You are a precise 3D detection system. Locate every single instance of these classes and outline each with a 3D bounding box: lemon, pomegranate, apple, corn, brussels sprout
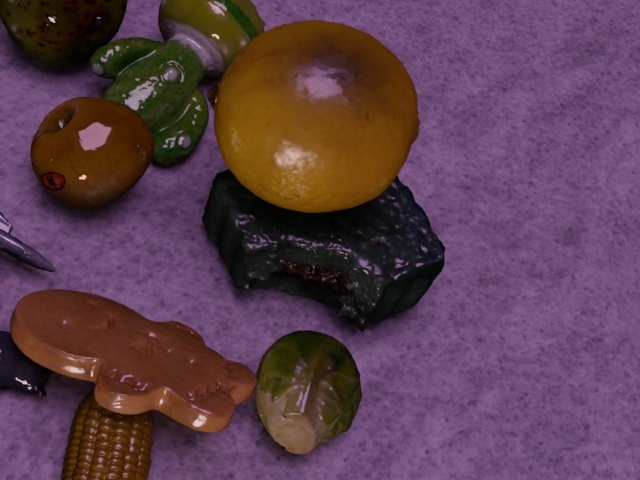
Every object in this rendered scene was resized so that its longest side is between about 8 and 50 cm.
[{"bbox_3d":[-0.008,-0.179,1.653,0.297,0.297,0.297,9,56,-14],"label":"lemon"},{"bbox_3d":[-0.460,-0.428,1.874,0.286,0.231,0.231,32,54,1],"label":"pomegranate"},{"bbox_3d":[-0.357,-0.139,1.757,0.155,0.182,0.182,46,47,-30],"label":"apple"},{"bbox_3d":[-0.293,0.354,1.508,0.120,0.120,0.363,11,59,-12],"label":"corn"},{"bbox_3d":[-0.021,0.219,1.675,0.181,0.144,0.161,-49,126,-54],"label":"brussels sprout"}]

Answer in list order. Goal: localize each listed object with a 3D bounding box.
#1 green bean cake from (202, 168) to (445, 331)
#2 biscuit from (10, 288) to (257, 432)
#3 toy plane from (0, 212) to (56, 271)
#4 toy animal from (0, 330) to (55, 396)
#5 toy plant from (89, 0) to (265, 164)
[{"bbox_3d":[0.000,0.000,1.806,0.308,0.169,0.300,-18,65,-27],"label":"green bean cake"},{"bbox_3d":[-0.265,0.156,1.603,0.355,0.052,0.275,25,18,10],"label":"biscuit"},{"bbox_3d":[-0.513,-0.022,1.687,0.267,0.088,0.212,33,70,-12],"label":"toy plane"},{"bbox_3d":[-0.465,0.142,1.581,0.210,0.117,0.121,16,49,-7],"label":"toy animal"},{"bbox_3d":[-0.248,-0.291,1.909,0.224,0.184,0.316,41,63,-14],"label":"toy plant"}]
